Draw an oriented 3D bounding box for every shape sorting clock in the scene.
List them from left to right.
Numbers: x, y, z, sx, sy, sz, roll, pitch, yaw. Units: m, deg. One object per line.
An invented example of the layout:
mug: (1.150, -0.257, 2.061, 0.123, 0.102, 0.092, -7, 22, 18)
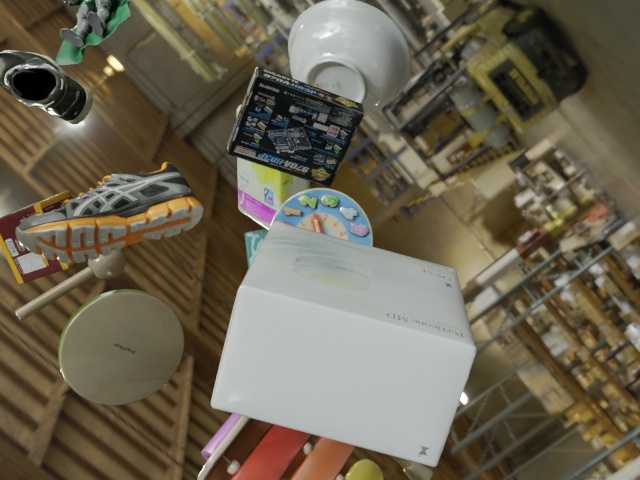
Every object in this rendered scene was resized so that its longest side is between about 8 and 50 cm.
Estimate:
shape sorting clock: (0.000, 0.000, 1.539, 0.206, 0.206, 0.040, 51, -179, 2)

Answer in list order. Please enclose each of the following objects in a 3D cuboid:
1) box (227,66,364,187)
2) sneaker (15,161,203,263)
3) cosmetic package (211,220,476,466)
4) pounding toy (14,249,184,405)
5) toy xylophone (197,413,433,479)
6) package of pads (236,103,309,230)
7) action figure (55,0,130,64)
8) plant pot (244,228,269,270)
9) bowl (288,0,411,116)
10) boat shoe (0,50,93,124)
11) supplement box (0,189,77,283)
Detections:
box: (-0.049, -0.215, 1.512, 0.220, 0.175, 0.051, 17, -148, -14)
sneaker: (-0.252, -0.035, 0.935, 0.083, 0.215, 0.084, 67, 153, 20)
cosmetic package: (0.027, 0.095, 0.823, 0.224, 0.138, 0.224, 15, -161, 0)
pounding toy: (-0.322, 0.126, 1.185, 0.237, 0.183, 0.110, 60, 167, -28)
toy xylophone: (0.017, 0.281, 0.855, 0.323, 0.081, 0.236, 39, -126, -10)
package of pads: (-0.119, -0.179, 1.935, 0.101, 0.296, 0.229, -12, -154, -29)
action figure: (-0.338, -0.363, 1.197, 0.063, 0.137, 0.232, 56, -164, -35)
plant pot: (-0.091, 0.106, 2.019, 0.165, 0.166, 0.234, 71, -170, -57)
bowl: (0.051, -0.386, 1.793, 0.298, 0.298, 0.134, 45, -138, -23)
boat shoe: (-0.460, -0.257, 1.247, 0.233, 0.084, 0.079, 29, -174, 32)
supplement box: (-0.758, -0.009, 2.158, 0.191, 0.194, 0.129, 68, -153, -11)
